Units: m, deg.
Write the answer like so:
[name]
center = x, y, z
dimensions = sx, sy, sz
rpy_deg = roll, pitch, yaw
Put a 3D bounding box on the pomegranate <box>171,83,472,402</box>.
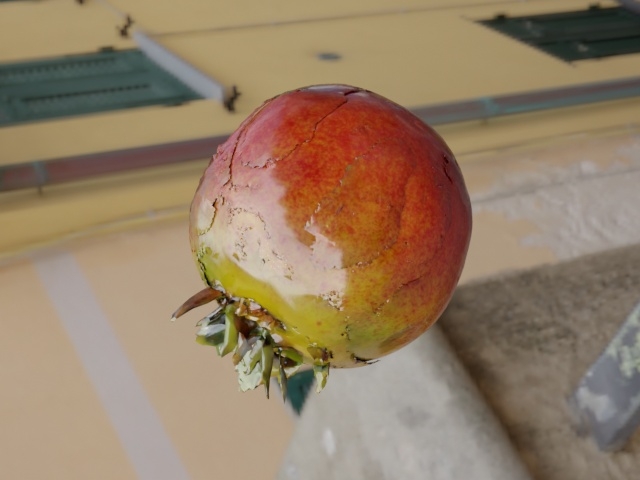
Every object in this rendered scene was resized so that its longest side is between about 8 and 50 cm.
[pomegranate]
center = 0.000, 0.000, 0.936
dimensions = 0.210, 0.235, 0.210
rpy_deg = 33, 165, 10
